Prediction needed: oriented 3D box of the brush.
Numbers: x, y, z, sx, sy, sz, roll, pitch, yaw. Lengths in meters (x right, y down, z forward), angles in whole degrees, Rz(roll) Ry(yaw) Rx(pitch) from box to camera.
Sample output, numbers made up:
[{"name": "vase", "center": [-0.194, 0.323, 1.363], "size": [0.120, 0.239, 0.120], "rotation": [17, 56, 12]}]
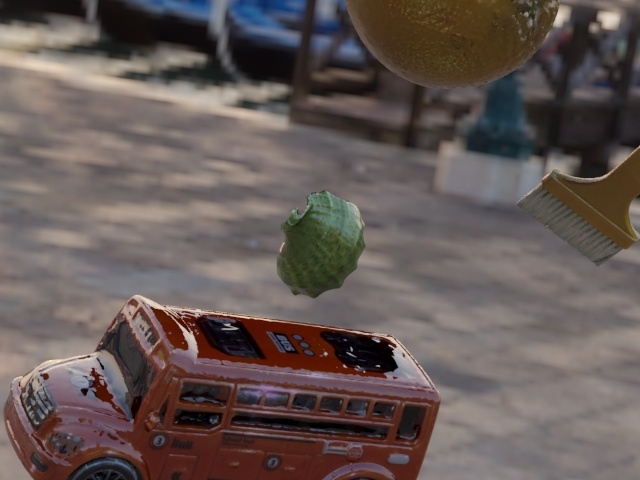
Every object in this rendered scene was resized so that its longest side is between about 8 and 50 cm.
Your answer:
[{"name": "brush", "center": [0.276, -0.057, 1.732], "size": [0.103, 0.013, 0.272], "rotation": [37, -34, -6]}]

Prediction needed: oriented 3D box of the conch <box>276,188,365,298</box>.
[{"name": "conch", "center": [0.000, 0.000, 1.671], "size": [0.074, 0.089, 0.121], "rotation": [24, -28, 29]}]

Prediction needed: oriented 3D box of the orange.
[{"name": "orange", "center": [0.163, -0.320, 2.471], "size": [0.274, 0.274, 0.274], "rotation": [9, 10, -2]}]

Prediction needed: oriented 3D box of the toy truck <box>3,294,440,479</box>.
[{"name": "toy truck", "center": [-0.060, 0.103, 1.202], "size": [0.252, 0.114, 0.107], "rotation": [9, 23, -28]}]
